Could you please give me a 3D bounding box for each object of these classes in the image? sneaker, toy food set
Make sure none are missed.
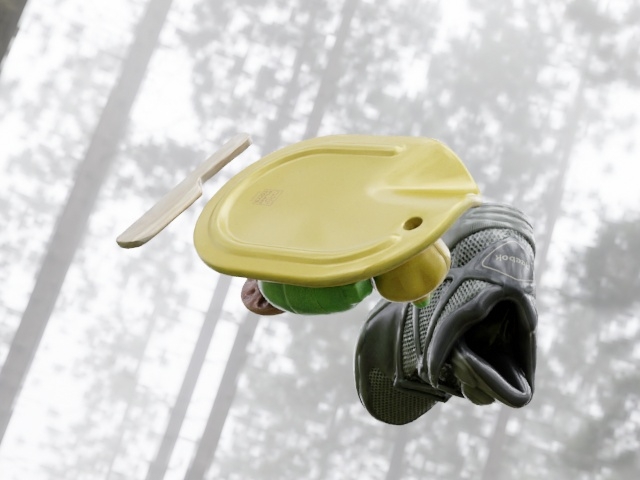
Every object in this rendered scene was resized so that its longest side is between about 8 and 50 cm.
[{"bbox_3d":[0.087,0.089,0.941,0.087,0.130,0.227,18,-46,-17],"label":"sneaker"},{"bbox_3d":[0.000,0.000,0.767,0.218,0.128,0.071,8,-45,41],"label":"toy food set"}]
